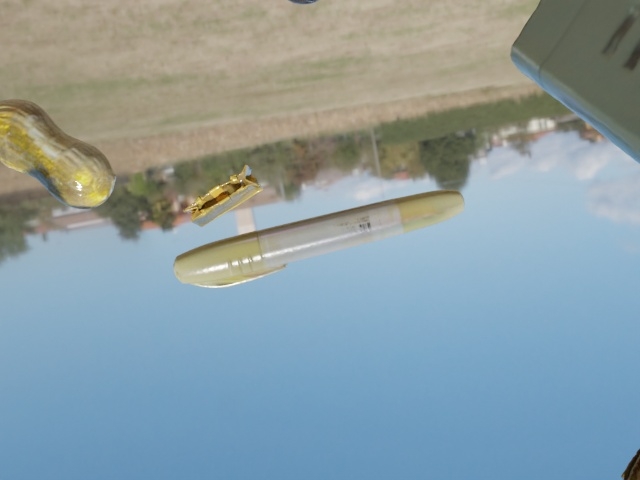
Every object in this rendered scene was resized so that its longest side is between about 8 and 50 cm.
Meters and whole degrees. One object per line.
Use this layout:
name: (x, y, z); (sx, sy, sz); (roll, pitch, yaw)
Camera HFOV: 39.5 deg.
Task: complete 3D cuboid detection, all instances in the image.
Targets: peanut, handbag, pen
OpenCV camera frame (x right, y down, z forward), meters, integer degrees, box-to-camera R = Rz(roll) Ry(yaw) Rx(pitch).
peanut: (-0.348, -0.113, 1.129); (0.206, 0.087, 0.087); (33, -161, 12)
handbag: (-0.103, -0.045, 0.945); (0.083, 0.027, 0.061); (-33, 179, -1)
pen: (0.000, 0.000, 0.697); (0.233, 0.040, 0.032); (-13, -144, -1)

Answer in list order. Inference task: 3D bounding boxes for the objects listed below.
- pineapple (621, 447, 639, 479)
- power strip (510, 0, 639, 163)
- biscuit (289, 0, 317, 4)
pineapple: (0.403, 0.238, 0.901); (0.186, 0.237, 0.114); (-3, 175, -8)
power strip: (0.220, -0.082, 0.427); (0.139, 0.140, 0.224); (21, -157, -29)
biscuit: (-0.118, -0.357, 0.895); (0.333, 0.202, 0.047); (8, 174, -18)
